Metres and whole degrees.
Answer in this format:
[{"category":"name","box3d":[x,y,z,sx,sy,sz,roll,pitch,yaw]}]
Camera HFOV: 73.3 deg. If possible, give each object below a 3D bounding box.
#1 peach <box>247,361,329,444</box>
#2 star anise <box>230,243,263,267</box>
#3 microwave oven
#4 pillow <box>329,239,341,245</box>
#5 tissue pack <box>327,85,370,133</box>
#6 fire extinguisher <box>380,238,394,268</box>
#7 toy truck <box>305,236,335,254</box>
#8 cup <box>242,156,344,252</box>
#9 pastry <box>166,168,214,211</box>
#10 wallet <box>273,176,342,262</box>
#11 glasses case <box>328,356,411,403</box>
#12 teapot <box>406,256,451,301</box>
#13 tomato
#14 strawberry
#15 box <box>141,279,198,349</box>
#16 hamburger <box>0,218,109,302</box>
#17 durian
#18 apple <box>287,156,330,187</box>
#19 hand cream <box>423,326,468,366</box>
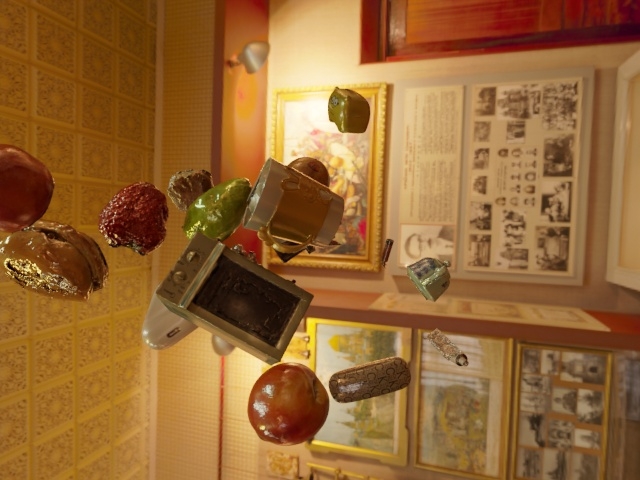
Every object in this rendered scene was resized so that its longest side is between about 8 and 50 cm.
[{"category":"peach","box3d":[-0.156,0.742,1.940,0.388,0.387,0.389,3,-90,-72]},{"category":"star anise","box3d":[-0.374,0.140,2.071,0.331,0.117,0.332,41,-156,-22]},{"category":"microwave oven","box3d":[-0.226,0.162,1.188,0.219,0.354,0.286,-62,0,-20]},{"category":"pillow","box3d":[0.000,0.000,1.834,0.184,0.118,0.043,12,-84,-49]},{"category":"tissue pack","box3d":[0.097,-0.453,1.485,0.178,0.123,0.127,-118,28,-51]},{"category":"fire extinguisher","box3d":[0.188,0.037,1.217,0.022,0.028,0.083,-6,-63,-44]},{"category":"toy truck","box3d":[-0.025,-0.032,1.413,0.116,0.110,0.216,57,179,4]},{"category":"cup","box3d":[-0.071,-0.063,1.058,0.185,0.226,0.241,-51,26,45]},{"category":"pastry","box3d":[-0.594,-0.237,2.001,0.218,0.229,0.100,41,-156,-19]},{"category":"wallet","box3d":[-0.086,-0.075,1.566,0.221,0.262,0.071,55,178,5]},{"category":"glasses case","box3d":[0.208,0.596,1.831,0.085,0.354,0.137,-50,-57,-81]},{"category":"teapot","box3d":[0.391,0.119,1.495,0.232,0.158,0.159,18,-105,-80]},{"category":"tomato","box3d":[-0.809,-0.145,1.081,0.200,0.233,0.139,-50,-9,-9]},{"category":"strawberry","box3d":[-0.715,-0.094,1.688,0.277,0.257,0.257,-64,-20,-1]},{"category":"box","box3d":[-0.513,0.225,1.589,0.141,0.288,0.349,47,-167,-26]},{"category":"hamburger","box3d":[-0.856,0.076,1.389,0.284,0.304,0.174,86,-163,-46]},{"category":"durian","box3d":[-0.403,-0.122,1.728,0.204,0.339,0.256,43,-135,-9]},{"category":"apple","box3d":[-0.065,-0.252,1.849,0.188,0.210,0.211,-53,-36,-36]},{"category":"hand cream","box3d":[0.524,0.442,1.762,0.050,0.084,0.257,62,170,-22]}]
